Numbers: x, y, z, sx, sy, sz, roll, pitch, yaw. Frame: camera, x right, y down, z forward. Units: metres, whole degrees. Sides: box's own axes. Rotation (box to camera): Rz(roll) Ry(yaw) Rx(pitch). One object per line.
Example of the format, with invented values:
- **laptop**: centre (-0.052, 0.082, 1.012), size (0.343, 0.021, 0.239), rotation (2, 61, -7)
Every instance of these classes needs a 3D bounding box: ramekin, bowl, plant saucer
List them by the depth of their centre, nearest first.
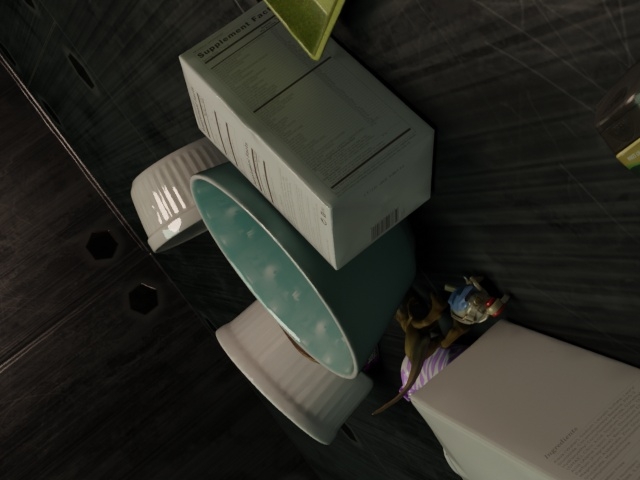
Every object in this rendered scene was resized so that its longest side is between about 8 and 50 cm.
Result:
- **plant saucer**: centre (-0.032, -0.276, 0.945), size (0.188, 0.045, 0.188), rotation (51, 166, 3)
- **bowl**: centre (0.000, 0.000, 1.272), size (0.311, 0.163, 0.311), rotation (48, 165, 17)
- **ramekin**: centre (-0.186, -0.077, 1.580), size (0.109, 0.207, 0.207), rotation (61, 165, 1)
- **ramekin**: centre (-0.037, 0.208, 1.812), size (0.277, 0.135, 0.277), rotation (45, 180, 0)

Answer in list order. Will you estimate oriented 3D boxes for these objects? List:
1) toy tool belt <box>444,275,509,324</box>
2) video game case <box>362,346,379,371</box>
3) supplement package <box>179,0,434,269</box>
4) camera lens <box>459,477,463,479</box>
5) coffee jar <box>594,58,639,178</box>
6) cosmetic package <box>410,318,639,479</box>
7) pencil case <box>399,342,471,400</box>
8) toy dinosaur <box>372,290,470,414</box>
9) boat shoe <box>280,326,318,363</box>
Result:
- **toy tool belt**: centre (0.166, 0.063, 1.149), size (0.051, 0.052, 0.083), rotation (44, 165, -5)
- **video game case**: centre (0.002, 0.087, 1.704), size (0.232, 0.042, 0.210), rotation (44, 164, 26)
- **supplement package**: centre (-0.014, -0.117, 1.088), size (0.244, 0.139, 0.134), rotation (46, 163, 23)
- **camera lens**: centre (0.280, 0.436, 1.360), size (0.274, 0.219, 0.219), rotation (56, 165, -16)
- **coffee jar**: centre (0.248, -0.037, 0.619), size (0.184, 0.079, 0.096), rotation (50, 165, 6)
- **cosmetic package**: centre (0.280, 0.236, 1.027), size (0.217, 0.156, 0.385), rotation (58, 165, -23)
- **pencil case**: centre (0.167, 0.175, 1.336), size (0.086, 0.088, 0.206), rotation (54, 164, -5)
- **toy dinosaur**: centre (0.124, 0.131, 1.292), size (0.064, 0.112, 0.211), rotation (37, -154, -15)
- **boat shoe**: centre (-0.039, 0.115, 1.658), size (0.207, 0.073, 0.073), rotation (41, 164, 33)
